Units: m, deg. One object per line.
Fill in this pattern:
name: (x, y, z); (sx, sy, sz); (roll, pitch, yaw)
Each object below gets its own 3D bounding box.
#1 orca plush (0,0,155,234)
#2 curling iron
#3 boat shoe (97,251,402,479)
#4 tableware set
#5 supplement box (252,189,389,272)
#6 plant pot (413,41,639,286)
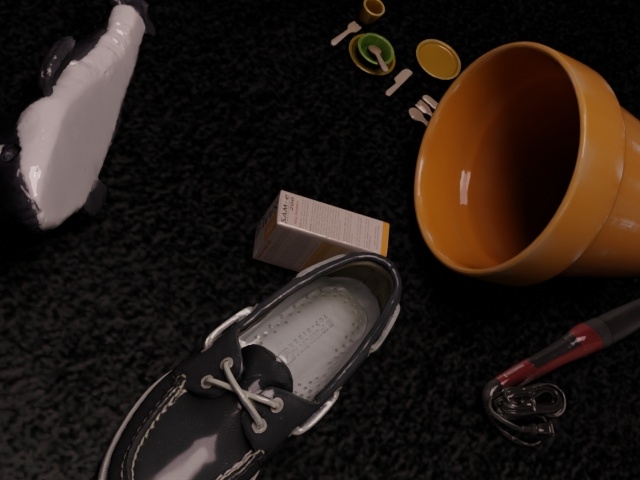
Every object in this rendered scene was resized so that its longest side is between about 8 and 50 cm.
orca plush: (-0.224, -0.116, 1.196); (0.102, 0.151, 0.287); (2, 57, 13)
curling iron: (0.242, 0.099, 1.319); (0.274, 0.035, 0.068); (-30, 80, -35)
boat shoe: (-0.049, 0.105, 1.142); (0.114, 0.091, 0.302); (41, 52, 4)
tableware set: (0.092, -0.171, 1.426); (0.154, 0.024, 0.104); (41, 52, 4)
supplement box: (0.000, 0.000, 1.250); (0.098, 0.062, 0.036); (17, 55, -16)
plant pot: (0.218, -0.049, 1.315); (0.188, 0.205, 0.205); (16, 53, -36)
